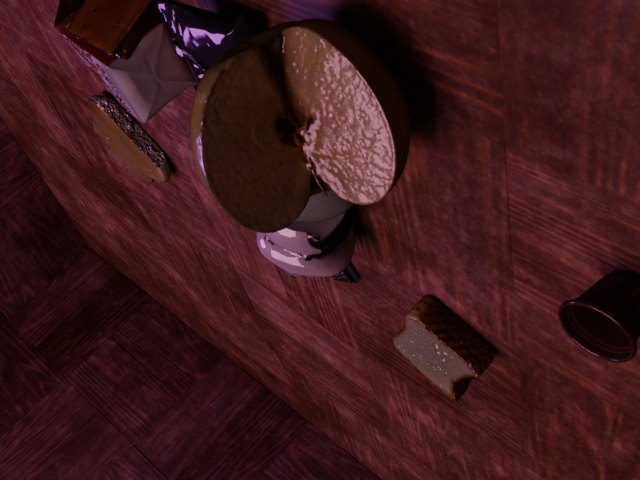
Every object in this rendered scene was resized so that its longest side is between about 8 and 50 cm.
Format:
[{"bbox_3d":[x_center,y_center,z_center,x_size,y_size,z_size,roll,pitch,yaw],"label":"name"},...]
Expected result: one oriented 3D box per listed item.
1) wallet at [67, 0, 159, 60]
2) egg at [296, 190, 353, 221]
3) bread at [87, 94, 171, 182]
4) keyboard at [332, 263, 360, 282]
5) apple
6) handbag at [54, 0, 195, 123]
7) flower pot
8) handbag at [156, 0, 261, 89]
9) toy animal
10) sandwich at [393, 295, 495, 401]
[{"bbox_3d":[-0.364,-0.409,1.483,0.195,0.161,0.042,29,175,41],"label":"wallet"},{"bbox_3d":[-0.042,-0.119,1.364,0.231,0.168,0.168,19,155,7],"label":"egg"},{"bbox_3d":[-0.506,-0.258,2.184,0.286,0.056,0.207,50,156,-9],"label":"bread"},{"bbox_3d":[0.000,0.000,1.734,0.093,0.025,0.230,9,139,54],"label":"keyboard"},{"bbox_3d":[-0.030,-0.169,1.153,0.233,0.295,0.258,-86,-24,-65],"label":"apple"},{"bbox_3d":[-0.405,-0.377,1.638,0.298,0.151,0.171,36,163,35],"label":"handbag"},{"bbox_3d":[0.379,0.089,1.073,0.111,0.089,0.111,38,158,19],"label":"flower pot"},{"bbox_3d":[-0.153,-0.292,1.390,0.211,0.089,0.254,20,154,34],"label":"handbag"},{"bbox_3d":[-0.024,-0.022,1.534,0.187,0.165,0.235,22,151,13],"label":"toy animal"},{"bbox_3d":[0.236,0.211,1.613,0.186,0.065,0.215,42,159,11],"label":"sandwich"}]
